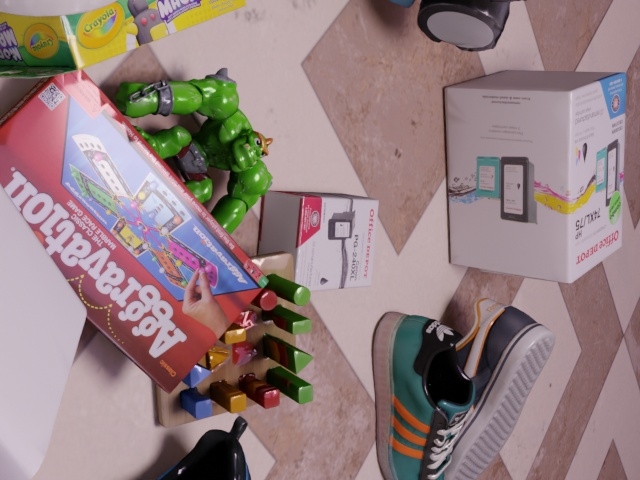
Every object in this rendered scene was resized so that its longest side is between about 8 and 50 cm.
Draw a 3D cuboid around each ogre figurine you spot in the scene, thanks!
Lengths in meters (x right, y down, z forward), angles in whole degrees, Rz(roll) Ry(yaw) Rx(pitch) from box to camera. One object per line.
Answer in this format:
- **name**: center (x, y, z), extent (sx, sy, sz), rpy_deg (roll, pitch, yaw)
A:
- **ogre figurine**: center (-0.113, -0.083, 0.890), extent (0.118, 0.097, 0.197), rpy_deg (-36, 108, -22)

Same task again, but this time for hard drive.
- **hard drive**: center (-0.268, -0.018, 0.603), extent (0.210, 0.040, 0.319), rpy_deg (-99, 164, -63)

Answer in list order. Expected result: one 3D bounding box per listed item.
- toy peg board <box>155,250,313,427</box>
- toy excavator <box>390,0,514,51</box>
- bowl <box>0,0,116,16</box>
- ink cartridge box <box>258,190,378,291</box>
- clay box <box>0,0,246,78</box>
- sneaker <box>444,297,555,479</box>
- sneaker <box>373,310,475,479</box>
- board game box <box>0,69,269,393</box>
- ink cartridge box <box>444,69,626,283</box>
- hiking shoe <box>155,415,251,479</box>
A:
- **toy peg board**: center (-0.081, 0.106, 0.936), extent (0.160, 0.079, 0.161), rpy_deg (-10, 105, -32)
- **toy excavator**: center (0.051, -0.425, 0.950), extent (0.433, 0.444, 0.223), rpy_deg (121, -13, -77)
- **bowl**: center (-0.194, -0.247, 0.626), extent (0.289, 0.289, 0.156), rpy_deg (-36, 142, -43)
- **ink cartridge box**: center (0.000, 0.000, 1.070), extent (0.150, 0.063, 0.109), rpy_deg (-1, 98, -52)
- **clay box**: center (-0.182, -0.185, 0.747), extent (0.222, 0.127, 0.053), rpy_deg (-35, 124, -44)
- **sneaker**: center (0.232, 0.231, 1.383), extent (0.126, 0.127, 0.321), rpy_deg (-6, 126, -46)
- **sneaker**: center (0.151, 0.247, 1.266), extent (0.108, 0.121, 0.302), rpy_deg (-32, 121, -44)
- **board game box**: center (-0.176, -0.004, 0.802), extent (0.145, 0.027, 0.281), rpy_deg (-48, 122, -14)
- **ink cartridge box**: center (0.318, -0.102, 1.350), extent (0.198, 0.197, 0.270), rpy_deg (-24, 116, -47)
- **hiking shoe**: center (-0.166, 0.302, 0.863), extent (0.304, 0.113, 0.132), rpy_deg (-52, 153, -46)
